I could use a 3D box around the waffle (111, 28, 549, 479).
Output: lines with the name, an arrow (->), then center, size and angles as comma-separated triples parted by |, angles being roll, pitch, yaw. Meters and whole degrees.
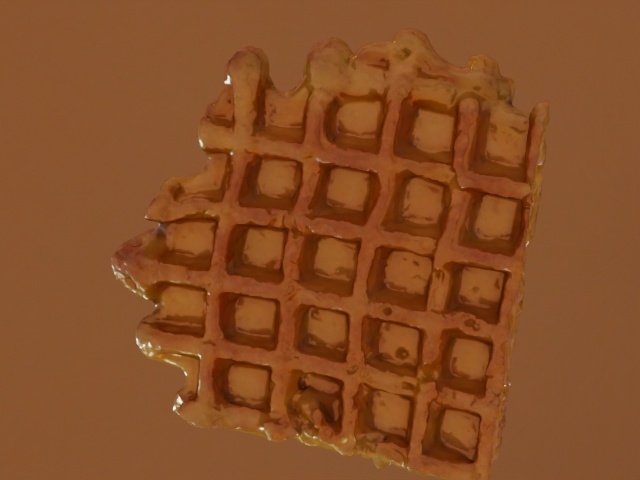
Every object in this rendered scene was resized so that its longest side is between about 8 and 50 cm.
waffle -> 0.000, 0.000, 0.762 | 0.219, 0.057, 0.229 | 9, -83, 11
